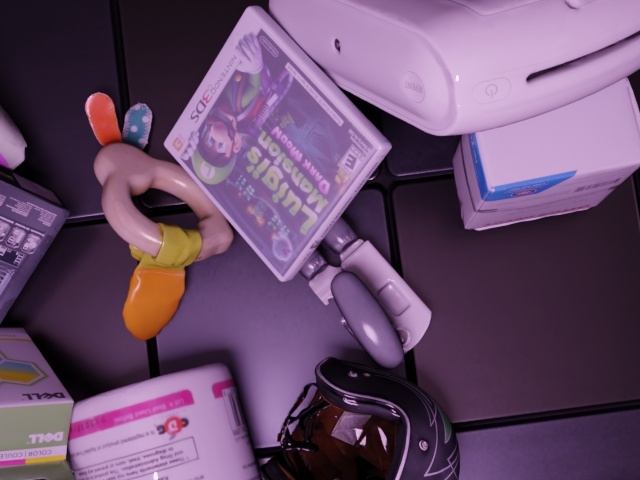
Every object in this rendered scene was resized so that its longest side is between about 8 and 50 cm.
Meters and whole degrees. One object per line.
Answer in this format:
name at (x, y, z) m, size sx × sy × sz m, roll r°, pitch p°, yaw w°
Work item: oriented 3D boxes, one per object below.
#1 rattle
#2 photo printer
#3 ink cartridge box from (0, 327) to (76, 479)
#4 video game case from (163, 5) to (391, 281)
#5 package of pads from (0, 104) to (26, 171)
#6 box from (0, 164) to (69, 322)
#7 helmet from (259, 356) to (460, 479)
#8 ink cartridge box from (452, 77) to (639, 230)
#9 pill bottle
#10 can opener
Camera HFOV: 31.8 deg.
rattle at (-0.184, -0.028, 1.111) m, size 0.130 × 0.143 × 0.199 m, roll -30°, pitch 65°, yaw -34°
photo printer at (0.134, -0.195, 0.973) m, size 0.256 × 0.307 × 0.107 m, roll -24°, pitch 123°, yaw -22°
ink cartridge box at (-0.285, 0.146, 0.975) m, size 0.109 × 0.209 × 0.062 m, roll 1°, pitch 111°, yaw -32°
video game case at (-0.046, -0.087, 1.028) m, size 0.190 × 0.022 × 0.173 m, roll 48°, pitch 122°, yaw 18°
package of pads at (-0.448, -0.072, 1.032) m, size 0.296 × 0.101 × 0.229 m, roll -41°, pitch 128°, yaw -4°
box at (-0.373, -0.004, 1.009) m, size 0.233 × 0.059 × 0.183 m, roll 27°, pitch 100°, yaw -39°
helmet at (0.046, 0.196, 1.009) m, size 0.161 × 0.169 × 0.169 m, roll 31°, pitch 85°, yaw 13°
ink cartridge box at (0.202, -0.073, 1.029) m, size 0.140 × 0.190 × 0.082 m, roll -11°, pitch 82°, yaw -1°
pill bottle at (-0.123, 0.265, 1.009) m, size 0.160 × 0.160 × 0.283 m, roll -16°, pitch 83°, yaw -1°
can opener at (0.000, 0.000, 1.079) m, size 0.074 × 0.093 × 0.280 m, roll -40°, pitch 80°, yaw -3°
